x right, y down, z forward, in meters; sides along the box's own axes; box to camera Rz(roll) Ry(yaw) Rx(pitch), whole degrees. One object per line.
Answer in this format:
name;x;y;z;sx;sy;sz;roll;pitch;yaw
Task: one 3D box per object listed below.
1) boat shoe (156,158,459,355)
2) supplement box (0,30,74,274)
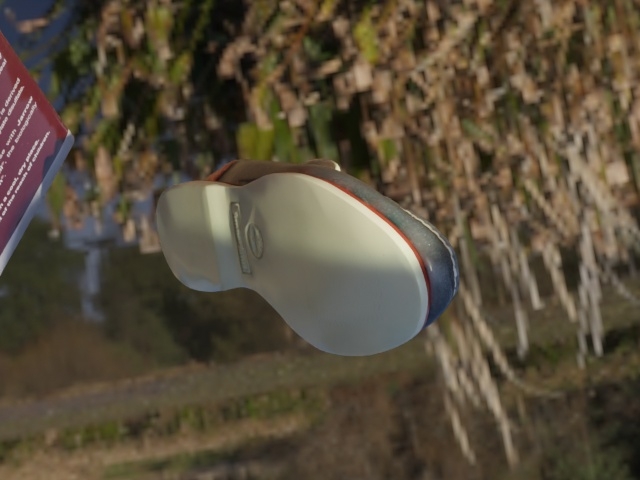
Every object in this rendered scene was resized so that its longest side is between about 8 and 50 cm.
boat shoe;0.000;0.000;0.434;0.043;0.049;0.137;-11;-169;-29
supplement box;-0.180;-0.072;0.506;0.130;0.073;0.239;24;167;12
